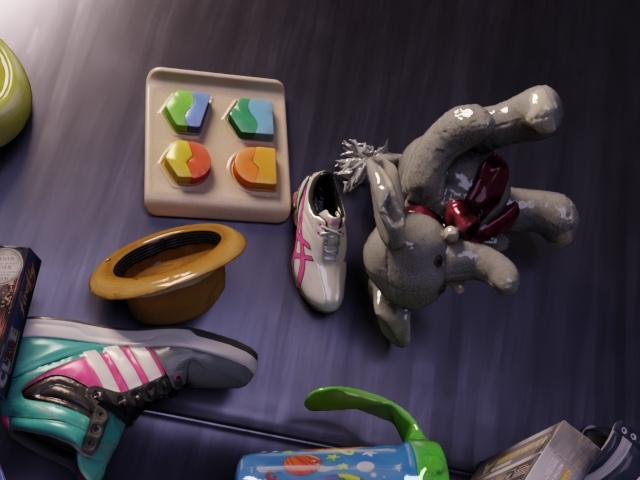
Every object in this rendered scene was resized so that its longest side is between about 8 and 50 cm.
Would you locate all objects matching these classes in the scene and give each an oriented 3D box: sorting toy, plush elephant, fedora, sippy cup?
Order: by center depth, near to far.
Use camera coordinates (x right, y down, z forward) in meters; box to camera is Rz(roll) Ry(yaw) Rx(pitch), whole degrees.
[{"bbox_3d":[0.010,0.326,1.062,0.224,0.305,0.240,6,112,-4],"label":"sippy cup"},{"bbox_3d":[-0.175,0.047,1.162,0.194,0.194,0.079,-24,115,-24],"label":"fedora"},{"bbox_3d":[0.157,-0.017,1.215,0.330,0.272,0.255,2,51,14],"label":"plush elephant"},{"bbox_3d":[-0.134,-0.130,1.286,0.193,0.038,0.208,4,69,-16],"label":"sorting toy"}]

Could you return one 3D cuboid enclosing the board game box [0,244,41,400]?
[{"bbox_3d":[-0.444,0.079,1.059,0.243,0.042,0.165,4,66,7],"label":"board game box"}]

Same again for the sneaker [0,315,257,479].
[{"bbox_3d":[-0.220,0.188,1.084,0.295,0.124,0.178,5,63,-7],"label":"sneaker"}]

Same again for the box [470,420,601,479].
[{"bbox_3d":[0.205,0.315,1.110,0.056,0.231,0.183,40,63,4],"label":"box"}]

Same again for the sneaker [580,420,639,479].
[{"bbox_3d":[0.449,0.276,1.275,0.282,0.099,0.153,-29,82,-22],"label":"sneaker"}]

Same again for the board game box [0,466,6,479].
[{"bbox_3d":[-0.371,0.407,0.930,0.233,0.078,0.347,-14,74,-41],"label":"board game box"}]

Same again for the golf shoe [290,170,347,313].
[{"bbox_3d":[0.000,0.000,1.251,0.067,0.086,0.186,-2,72,-19],"label":"golf shoe"}]

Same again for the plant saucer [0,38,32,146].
[{"bbox_3d":[-0.466,-0.205,1.172,0.241,0.037,0.241,17,48,-20],"label":"plant saucer"}]
